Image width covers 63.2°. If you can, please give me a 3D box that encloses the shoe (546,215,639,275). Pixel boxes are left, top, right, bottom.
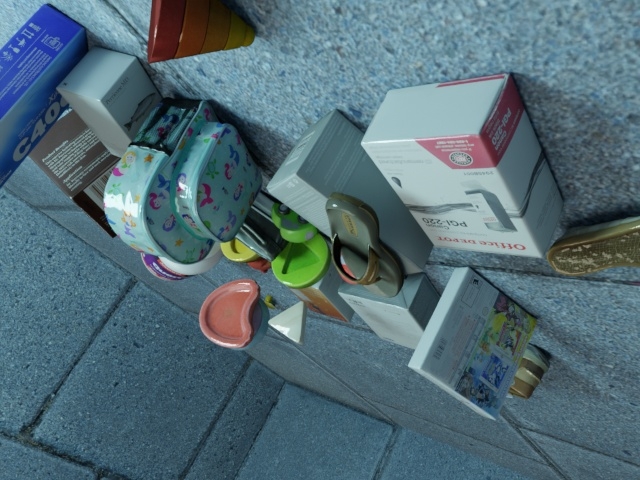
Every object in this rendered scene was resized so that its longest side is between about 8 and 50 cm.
[{"bbox_3d":[0.375,-0.002,0.605,0.219,0.058,0.076,-9,117,53],"label":"shoe"}]

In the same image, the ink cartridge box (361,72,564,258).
[{"bbox_3d":[0.175,-0.079,0.624,0.159,0.092,0.218,7,151,45],"label":"ink cartridge box"}]

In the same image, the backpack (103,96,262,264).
[{"bbox_3d":[-0.231,-0.087,0.891,0.191,0.253,0.225,19,156,26],"label":"backpack"}]

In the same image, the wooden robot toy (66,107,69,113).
[{"bbox_3d":[-0.559,-0.246,1.188,0.076,0.079,0.173,21,158,20],"label":"wooden robot toy"}]

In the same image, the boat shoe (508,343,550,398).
[{"bbox_3d":[0.347,0.281,1.179,0.123,0.116,0.324,39,157,-24],"label":"boat shoe"}]

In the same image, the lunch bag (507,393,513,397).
[{"bbox_3d":[0.446,0.364,1.332,0.083,0.053,0.071,-6,143,41],"label":"lunch bag"}]

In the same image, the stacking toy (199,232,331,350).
[{"bbox_3d":[-0.104,0.108,1.161,0.280,0.308,0.130,6,158,26],"label":"stacking toy"}]

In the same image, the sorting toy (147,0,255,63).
[{"bbox_3d":[-0.084,-0.284,0.520,0.126,0.127,0.366,6,166,-26],"label":"sorting toy"}]

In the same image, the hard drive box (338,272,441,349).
[{"bbox_3d":[0.175,0.152,1.145,0.181,0.089,0.232,11,152,40],"label":"hard drive box"}]

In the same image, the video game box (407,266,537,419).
[{"bbox_3d":[0.276,0.181,0.927,0.187,0.205,0.048,36,162,-14],"label":"video game box"}]

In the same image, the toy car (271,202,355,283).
[{"bbox_3d":[0.000,0.000,0.945,0.225,0.053,0.239,24,159,17],"label":"toy car"}]

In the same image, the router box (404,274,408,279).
[{"bbox_3d":[0.085,-0.003,0.967,0.133,0.046,0.179,14,154,37],"label":"router box"}]

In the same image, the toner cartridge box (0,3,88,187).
[{"bbox_3d":[-0.513,-0.205,0.852,0.075,0.347,0.165,31,159,-9],"label":"toner cartridge box"}]

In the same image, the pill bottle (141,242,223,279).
[{"bbox_3d":[-0.357,0.007,1.362,0.182,0.181,0.323,36,158,-17],"label":"pill bottle"}]

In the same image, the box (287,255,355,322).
[{"bbox_3d":[0.005,0.109,1.259,0.130,0.091,0.170,10,152,40],"label":"box"}]

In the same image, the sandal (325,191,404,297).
[{"bbox_3d":[0.053,0.022,0.703,0.090,0.060,0.219,16,153,27],"label":"sandal"}]

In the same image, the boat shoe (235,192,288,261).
[{"bbox_3d":[-0.210,-0.073,1.079,0.335,0.119,0.121,29,159,4],"label":"boat shoe"}]

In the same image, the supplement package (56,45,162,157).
[{"bbox_3d":[-0.349,-0.232,0.920,0.105,0.105,0.179,21,158,22],"label":"supplement package"}]

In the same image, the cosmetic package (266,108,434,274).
[{"bbox_3d":[0.061,-0.060,0.761,0.238,0.127,0.107,39,155,-19],"label":"cosmetic package"}]

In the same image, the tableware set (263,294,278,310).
[{"bbox_3d":[-0.215,0.204,1.854,0.154,0.024,0.104,3,144,51],"label":"tableware set"}]

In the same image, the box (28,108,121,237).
[{"bbox_3d":[-0.470,-0.151,1.107,0.203,0.168,0.167,39,165,26],"label":"box"}]
